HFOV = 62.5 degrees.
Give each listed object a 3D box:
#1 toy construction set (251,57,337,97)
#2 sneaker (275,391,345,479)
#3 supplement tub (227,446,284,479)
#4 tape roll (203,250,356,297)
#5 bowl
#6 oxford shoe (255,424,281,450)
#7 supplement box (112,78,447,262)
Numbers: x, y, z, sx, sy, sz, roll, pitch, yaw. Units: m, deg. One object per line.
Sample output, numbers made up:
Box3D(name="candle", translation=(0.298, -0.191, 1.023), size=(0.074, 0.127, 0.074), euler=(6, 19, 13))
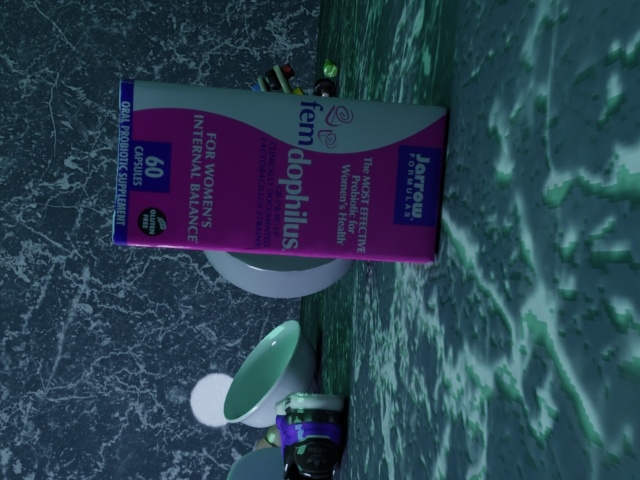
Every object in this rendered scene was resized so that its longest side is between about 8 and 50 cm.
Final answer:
Box3D(name="toy construction set", translation=(-0.101, -0.286, 1.337), size=(0.237, 0.309, 0.257), euler=(-97, 2, -46))
Box3D(name="sneaker", translation=(-0.025, 0.333, 0.847), size=(0.293, 0.102, 0.146), euler=(102, 170, -66))
Box3D(name="supplement tub", translation=(-0.093, 0.550, 0.980), size=(0.191, 0.191, 0.272), euler=(-96, 10, -68))
Box3D(name="tape roll", translation=(-0.047, -0.040, 0.667), size=(0.072, 0.219, 0.219), euler=(102, 171, -59))
Box3D(name="bowl", translation=(-0.104, 0.361, 1.347), size=(0.298, 0.134, 0.298), euler=(-44, 16, 16))
Box3D(name="oxford shoe", translation=(-0.074, 0.553, 1.502), size=(0.146, 0.141, 0.397), euler=(-56, -8, -12))
Box3D(name="supplement box", translation=(-0.029, -0.047, 0.402), size=(0.114, 0.220, 0.111), euler=(-147, 60, -84))
